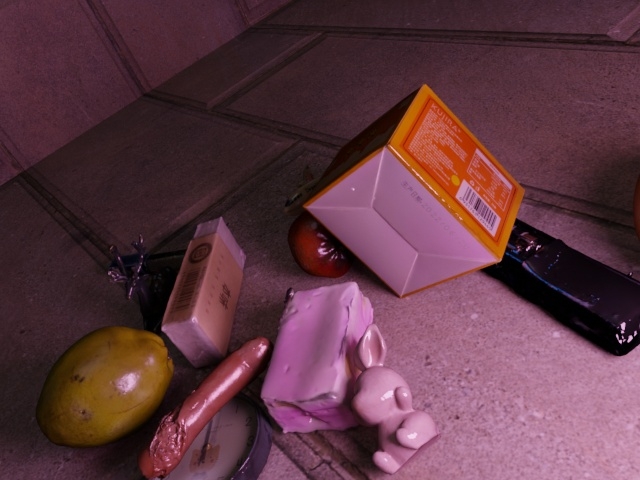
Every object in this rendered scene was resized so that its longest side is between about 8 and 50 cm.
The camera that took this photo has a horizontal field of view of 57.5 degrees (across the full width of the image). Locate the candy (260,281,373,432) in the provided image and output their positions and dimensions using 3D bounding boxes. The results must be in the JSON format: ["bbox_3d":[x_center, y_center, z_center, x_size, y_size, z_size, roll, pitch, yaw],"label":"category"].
[{"bbox_3d":[0.002,0.201,1.039,0.155,0.116,0.265,-10,38,20],"label":"candy"}]

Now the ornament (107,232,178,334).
[{"bbox_3d":[-0.404,0.072,1.350,0.080,0.236,0.202,-8,39,14],"label":"ornament"}]

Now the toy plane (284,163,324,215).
[{"bbox_3d":[0.004,-0.131,1.486,0.244,0.092,0.229,-42,41,-21],"label":"toy plane"}]

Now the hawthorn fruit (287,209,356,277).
[{"bbox_3d":[0.000,0.000,1.284,0.157,0.157,0.194,-35,18,-13],"label":"hawthorn fruit"}]

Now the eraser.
[{"bbox_3d":[-0.245,0.105,1.290,0.078,0.144,0.343,-16,37,16],"label":"eraser"}]

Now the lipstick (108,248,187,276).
[{"bbox_3d":[-0.413,0.057,1.538,0.312,0.051,0.051,-8,37,21],"label":"lipstick"}]

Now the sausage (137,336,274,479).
[{"bbox_3d":[-0.196,0.281,1.013,0.078,0.078,0.304,15,51,43],"label":"sausage"}]

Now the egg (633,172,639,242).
[{"bbox_3d":[0.607,-0.036,0.829,0.283,0.282,0.351,-9,45,22],"label":"egg"}]

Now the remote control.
[{"bbox_3d":[0.407,0.049,1.032,0.144,0.062,0.399,-35,35,-11],"label":"remote control"}]

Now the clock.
[{"bbox_3d":[-0.194,0.360,1.012,0.226,0.049,0.226,-17,37,13],"label":"clock"}]

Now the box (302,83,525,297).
[{"bbox_3d":[0.174,-0.084,1.086,0.259,0.283,0.214,-30,21,51],"label":"box"}]

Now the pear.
[{"bbox_3d":[-0.408,0.280,1.112,0.269,0.212,0.212,-32,35,-12],"label":"pear"}]

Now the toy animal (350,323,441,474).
[{"bbox_3d":[0.088,0.242,0.901,0.124,0.124,0.212,-31,57,-7],"label":"toy animal"}]
